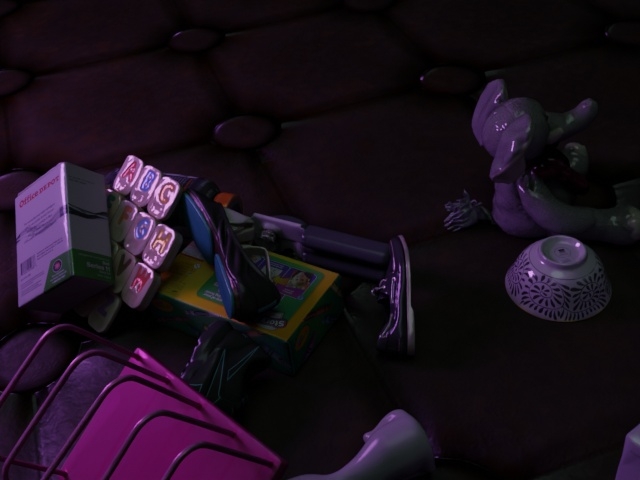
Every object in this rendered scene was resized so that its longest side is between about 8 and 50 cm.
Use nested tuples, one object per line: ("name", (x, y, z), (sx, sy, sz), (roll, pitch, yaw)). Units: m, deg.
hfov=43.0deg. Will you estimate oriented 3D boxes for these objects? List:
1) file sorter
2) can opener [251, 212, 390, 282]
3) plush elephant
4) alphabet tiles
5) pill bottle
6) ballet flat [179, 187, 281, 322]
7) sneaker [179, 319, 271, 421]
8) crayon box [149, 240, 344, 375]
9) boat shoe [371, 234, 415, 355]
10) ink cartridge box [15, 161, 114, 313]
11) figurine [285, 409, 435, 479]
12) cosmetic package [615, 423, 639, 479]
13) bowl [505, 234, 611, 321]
("file sorter", (-0.232, 0.256, 0.948), (0.290, 0.182, 0.202), (28, 83, 37))
("can opener", (0.000, 0.000, 1.418), (0.280, 0.074, 0.093), (16, 44, 24))
("plush elephant", (0.375, -0.148, 1.408), (0.330, 0.255, 0.272), (-7, 40, -1))
("alphabet tiles", (-0.343, 0.000, 1.359), (0.284, 0.021, 0.278), (30, 91, 41))
("pill bottle", (-0.267, -0.056, 1.472), (0.245, 0.130, 0.130), (8, 42, 17))
("ballet flat", (-0.139, 0.018, 1.281), (0.096, 0.095, 0.280), (-12, 49, -22))
("sneaker", (-0.167, 0.232, 1.141), (0.106, 0.101, 0.267), (27, 58, 8))
("crayon box", (-0.122, 0.094, 1.314), (0.278, 0.081, 0.165), (17, 45, 25))
("boat shoe", (0.112, 0.082, 1.277), (0.065, 0.075, 0.206), (-3, 60, 4))
("ink cartridge box", (-0.428, -0.002, 1.351), (0.153, 0.087, 0.208), (-26, 63, 32))
("figurine", (0.068, 0.336, 1.004), (0.209, 0.092, 0.215), (-24, 42, -14))
("cosmetic package", (0.527, 0.237, 0.964), (0.385, 0.217, 0.156), (-29, 45, -22))
("bowl", (0.387, 0.044, 1.314), (0.170, 0.080, 0.170), (-4, 39, 3))
